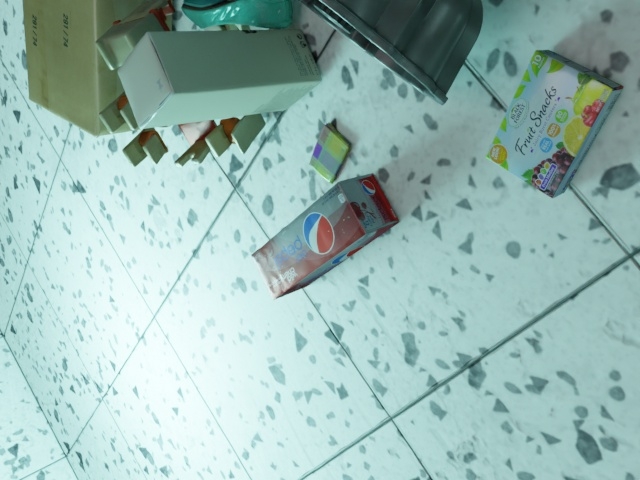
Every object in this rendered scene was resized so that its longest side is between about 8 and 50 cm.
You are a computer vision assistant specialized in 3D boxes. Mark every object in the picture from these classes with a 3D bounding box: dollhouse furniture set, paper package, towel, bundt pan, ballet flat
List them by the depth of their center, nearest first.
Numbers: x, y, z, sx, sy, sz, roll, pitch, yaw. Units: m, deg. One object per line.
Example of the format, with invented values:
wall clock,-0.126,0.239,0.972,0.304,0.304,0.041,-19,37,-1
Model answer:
bundt pan,0.047,-0.301,0.733,0.331,0.331,0.124,43,105,25
towel,0.015,-0.137,1.021,0.060,0.009,0.083,44,132,23
ballet flat,-0.137,-0.359,1.043,0.247,0.083,0.087,12,127,44
dollhouse furniture set,-0.248,-0.261,1.104,0.262,0.135,0.259,-2,131,32
paper package,-0.435,-0.400,1.256,0.309,0.168,0.325,29,124,36

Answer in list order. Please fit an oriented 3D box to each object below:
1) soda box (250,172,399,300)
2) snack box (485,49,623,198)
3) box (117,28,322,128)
soda box,0.000,0.000,1.033,0.263,0.083,0.092,-37,77,46
snack box,0.267,-0.135,0.753,0.100,0.037,0.141,40,129,29
box,-0.138,-0.239,0.942,0.113,0.275,0.094,-27,83,46
